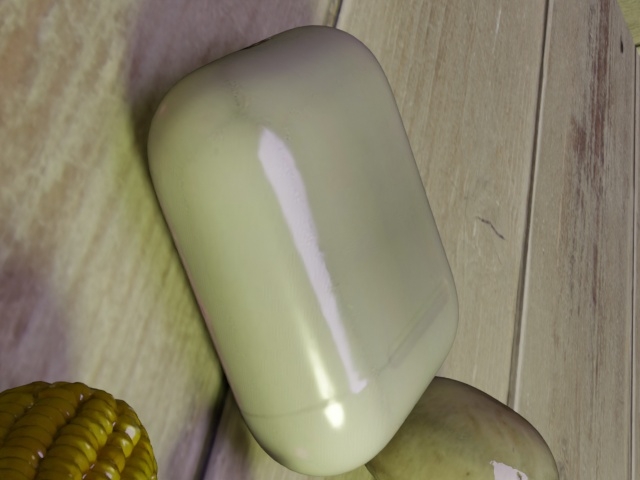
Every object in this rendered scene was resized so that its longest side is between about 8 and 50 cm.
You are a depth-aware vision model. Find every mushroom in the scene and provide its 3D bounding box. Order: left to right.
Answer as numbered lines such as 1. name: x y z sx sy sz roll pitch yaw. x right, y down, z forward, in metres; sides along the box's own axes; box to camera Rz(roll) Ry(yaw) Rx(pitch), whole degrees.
1. mushroom: 0.116 0.228 0.929 0.206 0.209 0.206 44 19 -19

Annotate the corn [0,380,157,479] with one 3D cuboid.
1. corn: -0.154 0.192 0.427 0.344 0.131 0.131 -93 159 -64

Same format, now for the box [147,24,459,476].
1. box: -0.001 0.000 0.813 0.288 0.141 0.349 -42 116 -56
